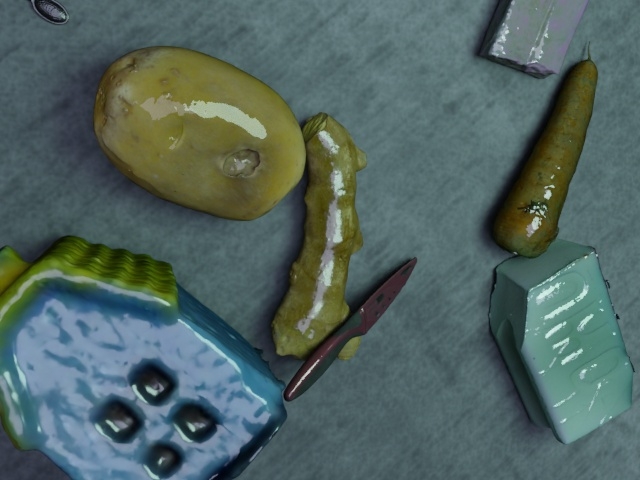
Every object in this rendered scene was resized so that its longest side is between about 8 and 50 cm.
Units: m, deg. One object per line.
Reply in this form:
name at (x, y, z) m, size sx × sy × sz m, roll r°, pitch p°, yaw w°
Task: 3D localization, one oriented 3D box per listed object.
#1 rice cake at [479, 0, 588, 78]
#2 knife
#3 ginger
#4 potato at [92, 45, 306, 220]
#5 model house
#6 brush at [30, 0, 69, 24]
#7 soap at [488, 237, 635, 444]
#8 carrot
rice cake at (0.295, -0.347, 0.907) m, size 0.106 × 0.050 × 0.298 m, roll 20°, pitch 91°, yaw -15°
knife at (0.043, 0.102, 0.864) m, size 0.247 × 0.018 × 0.035 m, roll -42°, pitch 123°, yaw -27°
ginger at (0.002, 0.001, 0.863) m, size 0.118 × 0.065 × 0.299 m, roll -2°, pitch 99°, yaw -33°
potato at (-0.123, -0.117, 0.783) m, size 0.233 × 0.146 × 0.150 m, roll 24°, pitch 134°, yaw -27°
model house at (-0.203, 0.116, 0.736) m, size 0.215 × 0.237 × 0.303 m, roll -42°, pitch 104°, yaw -6°
brush at (-0.308, -0.259, 0.785) m, size 0.083 × 0.008 × 0.024 m, roll 31°, pitch 91°, yaw -16°
soap at (0.309, 0.122, 0.943) m, size 0.145 × 0.091 × 0.231 m, roll -28°, pitch 103°, yaw -10°
carrot at (0.298, -0.119, 0.927) m, size 0.078 × 0.078 × 0.298 m, roll 23°, pitch 85°, yaw -16°
